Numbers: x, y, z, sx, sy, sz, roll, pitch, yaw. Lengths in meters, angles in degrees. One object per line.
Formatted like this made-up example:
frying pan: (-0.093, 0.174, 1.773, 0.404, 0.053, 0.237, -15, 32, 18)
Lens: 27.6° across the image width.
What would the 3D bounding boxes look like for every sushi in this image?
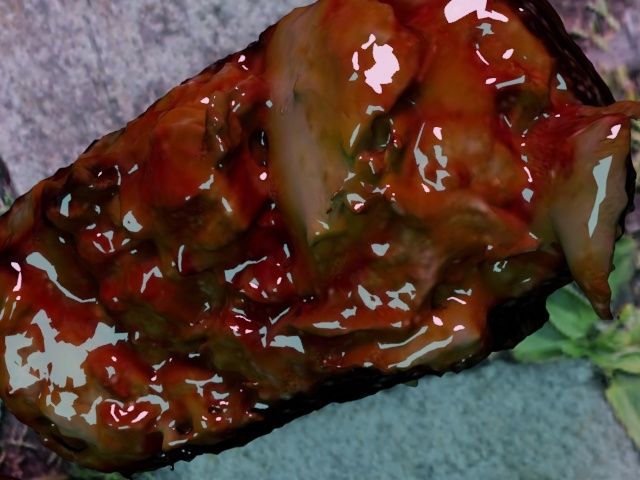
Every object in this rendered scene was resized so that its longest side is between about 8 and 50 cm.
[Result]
sushi: (0.000, 0.000, 0.602, 0.343, 0.182, 0.196, -28, 98, 27)

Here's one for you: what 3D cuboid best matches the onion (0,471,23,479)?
onion: (-0.222, 0.275, 0.734, 0.314, 0.232, 0.314, -7, 75, 26)
